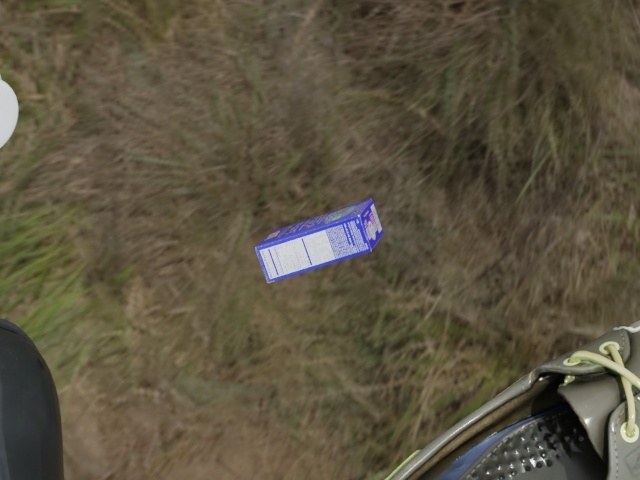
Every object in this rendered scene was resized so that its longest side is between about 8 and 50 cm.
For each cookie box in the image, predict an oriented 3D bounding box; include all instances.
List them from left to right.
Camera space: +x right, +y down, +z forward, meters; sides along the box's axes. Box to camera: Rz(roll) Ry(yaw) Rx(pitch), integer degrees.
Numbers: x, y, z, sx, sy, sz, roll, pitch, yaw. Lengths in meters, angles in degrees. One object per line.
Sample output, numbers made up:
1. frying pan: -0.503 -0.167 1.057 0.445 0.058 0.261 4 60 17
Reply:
1. cookie box: 0.000 0.000 1.426 0.107 0.092 0.040 -17 98 13

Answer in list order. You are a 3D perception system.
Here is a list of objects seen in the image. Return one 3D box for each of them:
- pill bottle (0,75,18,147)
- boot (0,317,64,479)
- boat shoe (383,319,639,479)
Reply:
1. pill bottle: -0.402 -0.157 1.489 0.215 0.117 0.117 27 106 36
2. boot: -0.122 0.250 0.954 0.445 0.146 0.367 5 89 44
3. boat shoe: 0.152 0.115 0.829 0.305 0.091 0.109 -35 54 3
